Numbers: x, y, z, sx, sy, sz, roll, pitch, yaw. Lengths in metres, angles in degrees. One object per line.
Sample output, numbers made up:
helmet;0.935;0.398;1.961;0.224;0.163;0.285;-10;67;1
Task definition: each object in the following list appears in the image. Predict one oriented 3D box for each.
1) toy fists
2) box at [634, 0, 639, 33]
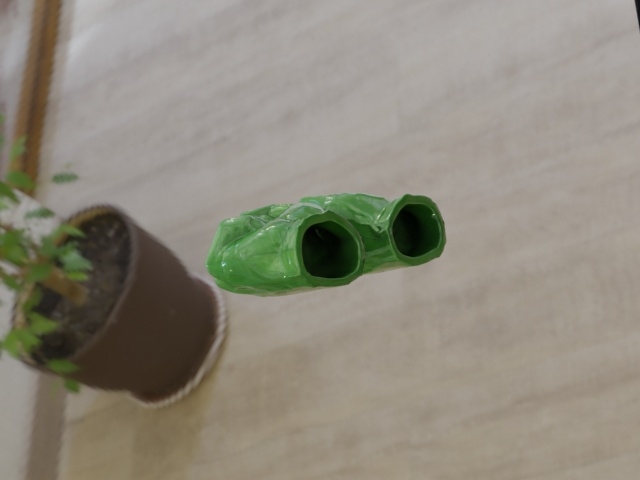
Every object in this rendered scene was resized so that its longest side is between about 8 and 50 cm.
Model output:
toy fists;0.000;0.000;1.388;0.142;0.279;0.096;-11;92;39
box;0.385;-0.278;1.345;0.093;0.156;0.158;9;34;43
